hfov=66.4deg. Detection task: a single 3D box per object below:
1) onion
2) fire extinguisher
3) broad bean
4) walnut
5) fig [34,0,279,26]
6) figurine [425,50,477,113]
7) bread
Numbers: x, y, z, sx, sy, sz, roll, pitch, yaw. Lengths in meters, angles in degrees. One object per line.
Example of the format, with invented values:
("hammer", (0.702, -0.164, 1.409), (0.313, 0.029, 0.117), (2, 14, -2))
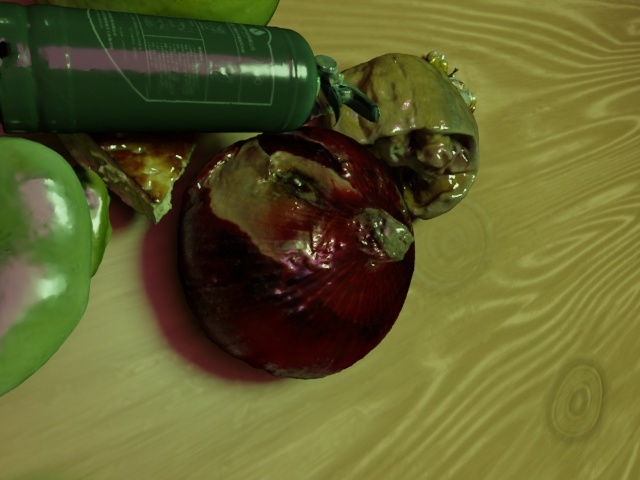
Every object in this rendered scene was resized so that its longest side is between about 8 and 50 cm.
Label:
("onion", (0.000, 0.000, 0.492), (0.272, 0.195, 0.271), (12, 68, -33))
("fire extinguisher", (-0.099, -0.136, 0.421), (0.312, 0.095, 0.114), (-8, 51, -29))
("broad bean", (-0.259, 0.023, 0.376), (0.169, 0.100, 0.228), (49, 65, -8))
("walnut", (0.129, -0.161, 0.665), (0.238, 0.141, 0.203), (34, 55, -25))
("fig", (-0.146, -0.264, 0.474), (0.207, 0.207, 0.230), (35, 99, -22))
("figurine", (0.196, -0.242, 0.783), (0.102, 0.068, 0.143), (-17, 74, -41))
("bread", (-0.192, -0.093, 0.463), (0.136, 0.054, 0.154), (27, 38, -22))
